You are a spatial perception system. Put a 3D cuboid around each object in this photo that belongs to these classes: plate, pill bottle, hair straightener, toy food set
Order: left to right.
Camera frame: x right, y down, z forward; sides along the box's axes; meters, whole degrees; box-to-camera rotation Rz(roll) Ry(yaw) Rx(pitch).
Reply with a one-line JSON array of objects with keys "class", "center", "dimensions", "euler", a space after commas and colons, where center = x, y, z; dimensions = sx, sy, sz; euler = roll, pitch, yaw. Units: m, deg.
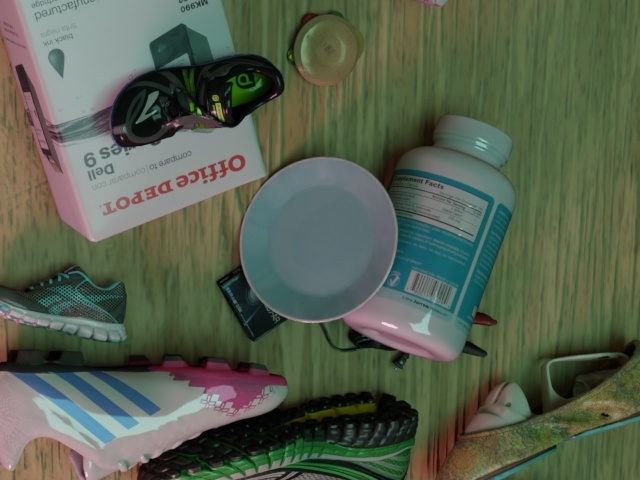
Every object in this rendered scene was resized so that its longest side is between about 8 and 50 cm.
[{"class": "plate", "center": [0.000, 0.000, 1.773], "dimensions": [0.188, 0.188, 0.024], "euler": [-61, 156, 1]}, {"class": "toy food set", "center": [0.006, -0.215, 1.785], "dimensions": [0.082, 0.020, 0.083], "euler": [36, 87, -27]}, {"class": "hair straightener", "center": [0.099, 0.115, 1.899], "dimensions": [0.230, 0.047, 0.089], "euler": [10, 99, -26]}, {"class": "pill bottle", "center": [0.133, -0.006, 1.814], "dimensions": [0.146, 0.146, 0.264], "euler": [27, 78, -28]}]

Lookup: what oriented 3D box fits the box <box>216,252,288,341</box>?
[{"class": "box", "center": [-0.071, 0.064, 1.824], "dimensions": [0.067, 0.018, 0.083], "euler": [-33, 114, -13]}]

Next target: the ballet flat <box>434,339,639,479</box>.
[{"class": "ballet flat", "center": [0.277, 0.212, 1.981], "dimensions": [0.348, 0.123, 0.123], "euler": [-19, 111, -18]}]

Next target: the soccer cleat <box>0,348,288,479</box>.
[{"class": "soccer cleat", "center": [-0.200, 0.194, 1.742], "dimensions": [0.331, 0.116, 0.143], "euler": [3, 86, -17]}]

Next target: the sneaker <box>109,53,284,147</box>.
[{"class": "sneaker", "center": [-0.121, -0.140, 1.575], "dimensions": [0.188, 0.078, 0.067], "euler": [-20, 111, -20]}]

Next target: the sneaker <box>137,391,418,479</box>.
[{"class": "sneaker", "center": [-0.043, 0.271, 1.828], "dimensions": [0.343, 0.134, 0.146], "euler": [-3, 105, -24]}]

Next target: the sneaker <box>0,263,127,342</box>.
[{"class": "sneaker", "center": [-0.281, 0.060, 1.713], "dimensions": [0.166, 0.065, 0.076], "euler": [16, 80, -30]}]

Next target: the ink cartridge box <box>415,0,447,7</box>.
[{"class": "ink cartridge box", "center": [0.143, -0.383, 1.766], "dimensions": [0.208, 0.087, 0.153], "euler": [-44, 117, -9]}]

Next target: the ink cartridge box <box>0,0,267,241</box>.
[{"class": "ink cartridge box", "center": [-0.197, -0.172, 1.646], "dimensions": [0.211, 0.121, 0.289], "euler": [-22, 112, -19]}]
